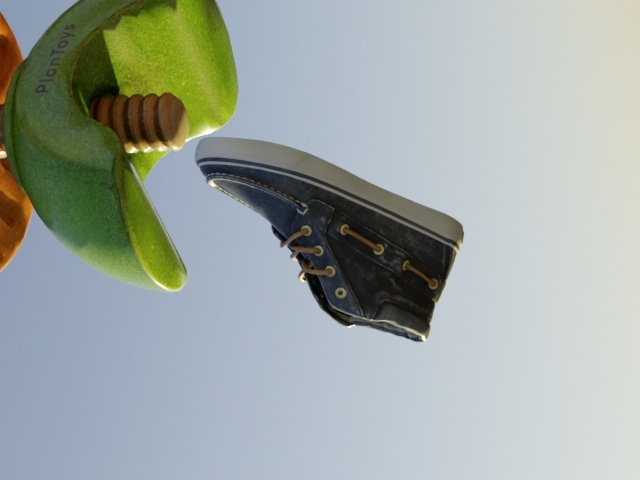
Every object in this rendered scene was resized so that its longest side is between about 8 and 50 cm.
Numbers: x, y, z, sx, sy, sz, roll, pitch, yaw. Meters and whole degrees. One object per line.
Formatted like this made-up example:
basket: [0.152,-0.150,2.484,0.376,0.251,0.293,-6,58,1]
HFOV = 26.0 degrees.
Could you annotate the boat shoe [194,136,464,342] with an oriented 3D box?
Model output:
boat shoe: [0.000,0.000,0.864,0.065,0.183,0.083,157,131,-70]

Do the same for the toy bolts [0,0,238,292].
toy bolts: [-0.116,-0.121,0.444,0.218,0.158,0.228,72,-155,-48]
